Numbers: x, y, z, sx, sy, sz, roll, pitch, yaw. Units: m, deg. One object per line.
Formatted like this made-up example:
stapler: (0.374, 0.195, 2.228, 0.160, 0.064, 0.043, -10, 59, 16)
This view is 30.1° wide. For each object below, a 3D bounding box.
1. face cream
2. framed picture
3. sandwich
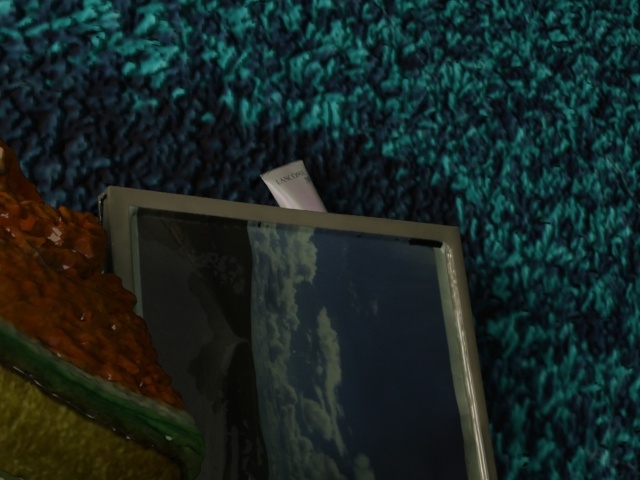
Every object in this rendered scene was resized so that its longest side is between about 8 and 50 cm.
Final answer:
face cream: (0.000, 0.000, 0.777, 0.038, 0.020, 0.115, -24, 82, -40)
framed picture: (-0.008, 0.069, 0.717, 0.260, 0.023, 0.189, 7, 66, -31)
sandwich: (-0.147, 0.056, 0.587, 0.184, 0.109, 0.160, 35, 30, -16)
